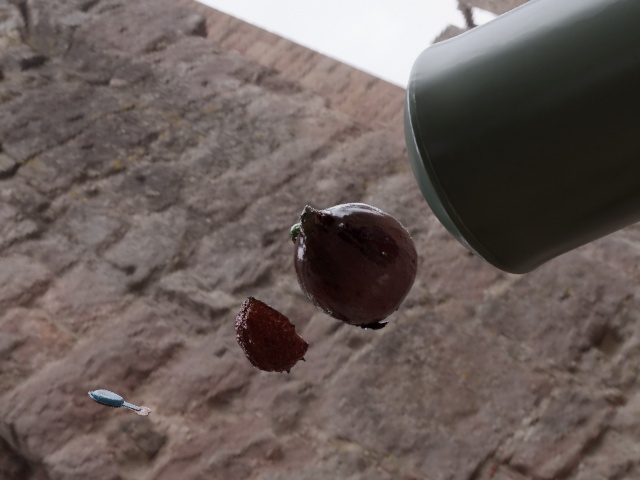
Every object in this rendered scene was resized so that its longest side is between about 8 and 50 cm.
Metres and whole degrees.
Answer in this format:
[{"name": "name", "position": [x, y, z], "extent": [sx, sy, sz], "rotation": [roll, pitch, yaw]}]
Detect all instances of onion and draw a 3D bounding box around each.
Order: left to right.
[{"name": "onion", "position": [0.031, 0.016, 1.290], "extent": [0.195, 0.159, 0.159], "rotation": [40, -99, -38]}]

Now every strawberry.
[{"name": "strawberry", "position": [-0.100, 0.184, 1.909], "extent": [0.187, 0.146, 0.082], "rotation": [65, -146, -35]}]

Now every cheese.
[{"name": "cheese", "position": [-0.338, 0.273, 1.708], "extent": [0.047, 0.111, 0.017], "rotation": [-44, -29, -75]}]

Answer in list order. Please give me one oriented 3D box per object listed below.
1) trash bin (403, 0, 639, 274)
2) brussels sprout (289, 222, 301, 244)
[{"name": "trash bin", "position": [0.297, -0.144, 1.073], "extent": [0.280, 0.432, 0.280], "rotation": [30, -132, -40]}, {"name": "brussels sprout", "position": [0.000, 0.000, 1.453], "extent": [0.058, 0.085, 0.085], "rotation": [-40, -37, -9]}]
